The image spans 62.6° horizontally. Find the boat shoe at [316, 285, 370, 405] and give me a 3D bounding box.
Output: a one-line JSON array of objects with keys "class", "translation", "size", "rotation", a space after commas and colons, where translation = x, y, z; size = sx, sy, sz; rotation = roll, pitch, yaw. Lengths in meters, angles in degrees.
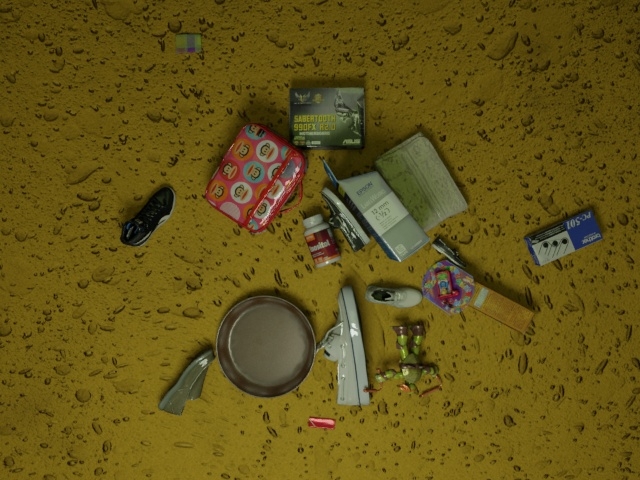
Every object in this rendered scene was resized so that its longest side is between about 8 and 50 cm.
[{"class": "boat shoe", "translation": [0.054, 0.322, 1.586], "size": [0.156, 0.136, 0.367], "rotation": [-7, 99, 4]}]

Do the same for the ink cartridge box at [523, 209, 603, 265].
[{"class": "ink cartridge box", "translation": [0.738, -0.008, 1.604], "size": [0.207, 0.046, 0.097], "rotation": [-24, 91, 1]}]

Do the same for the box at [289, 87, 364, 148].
[{"class": "box", "translation": [0.020, -0.373, 1.618], "size": [0.231, 0.056, 0.183], "rotation": [0, 90, 1]}]

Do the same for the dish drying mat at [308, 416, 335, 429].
[{"class": "dish drying mat", "translation": [0.004, 0.569, 1.637], "size": [0.083, 0.008, 0.032], "rotation": [5, 89, 2]}]

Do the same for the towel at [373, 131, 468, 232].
[{"class": "towel", "translation": [0.304, -0.174, 1.616], "size": [0.187, 0.049, 0.282], "rotation": [-30, 90, 2]}]

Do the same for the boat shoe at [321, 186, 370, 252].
[{"class": "boat shoe", "translation": [0.062, -0.063, 1.605], "size": [0.070, 0.078, 0.219], "rotation": [-38, 91, 0]}]

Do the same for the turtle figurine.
[{"class": "turtle figurine", "translation": [0.253, 0.363, 1.565], "size": [0.269, 0.087, 0.217], "rotation": [2, 81, -20]}]

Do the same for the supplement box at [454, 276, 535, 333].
[{"class": "supplement box", "translation": [0.519, 0.193, 1.593], "size": [0.233, 0.078, 0.080], "rotation": [26, 90, 2]}]

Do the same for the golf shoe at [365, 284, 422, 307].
[{"class": "golf shoe", "translation": [0.226, 0.174, 1.596], "size": [0.176, 0.086, 0.069], "rotation": [2, 88, 0]}]

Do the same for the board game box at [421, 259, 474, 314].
[{"class": "board game box", "translation": [0.373, 0.136, 1.570], "size": [0.169, 0.033, 0.133], "rotation": [37, 100, 38]}]

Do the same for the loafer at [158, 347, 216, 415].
[{"class": "loafer", "translation": [-0.392, 0.436, 1.614], "size": [0.087, 0.094, 0.251], "rotation": [38, 100, -4]}]

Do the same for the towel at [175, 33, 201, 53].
[{"class": "towel", "translation": [-0.416, -0.619, 1.654], "size": [0.083, 0.009, 0.060], "rotation": [-3, 89, 1]}]

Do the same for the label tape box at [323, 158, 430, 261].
[{"class": "label tape box", "translation": [0.152, -0.107, 1.517], "size": [0.115, 0.249, 0.347], "rotation": [-36, 89, 1]}]

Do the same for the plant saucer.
[{"class": "plant saucer", "translation": [-0.165, 0.322, 1.610], "size": [0.310, 0.050, 0.310], "rotation": [0, 90, 7]}]

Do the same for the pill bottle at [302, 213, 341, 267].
[{"class": "pill bottle", "translation": [0.000, 0.000, 1.602], "size": [0.086, 0.086, 0.152], "rotation": [-22, 89, 1]}]

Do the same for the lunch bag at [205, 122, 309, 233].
[{"class": "lunch bag", "translation": [-0.175, -0.176, 1.576], "size": [0.258, 0.120, 0.293], "rotation": [34, 103, -1]}]

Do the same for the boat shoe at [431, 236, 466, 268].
[{"class": "boat shoe", "translation": [0.400, 0.038, 1.614], "size": [0.125, 0.046, 0.038], "rotation": [37, 95, 10]}]

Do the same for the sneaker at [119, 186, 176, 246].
[{"class": "sneaker", "translation": [-0.523, -0.070, 1.597], "size": [0.079, 0.121, 0.217], "rotation": [34, 91, 0]}]
